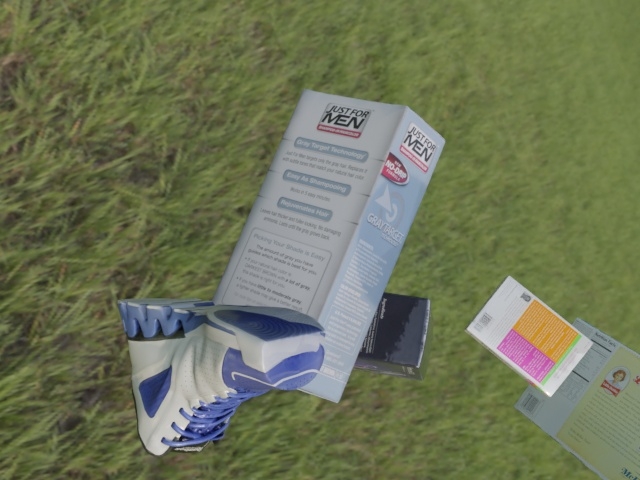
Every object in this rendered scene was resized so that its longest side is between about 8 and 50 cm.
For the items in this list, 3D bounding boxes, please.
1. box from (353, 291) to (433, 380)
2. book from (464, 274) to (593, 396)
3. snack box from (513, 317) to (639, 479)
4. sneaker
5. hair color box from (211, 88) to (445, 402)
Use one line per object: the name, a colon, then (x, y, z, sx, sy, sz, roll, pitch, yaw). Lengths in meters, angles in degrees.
box: (0.068, 0.143, 1.395, 0.153, 0.207, 0.108, 59, 40, -70)
book: (0.281, 0.130, 1.209, 0.144, 0.096, 0.035, 40, -10, 3)
snack box: (0.457, 0.265, 1.361, 0.060, 0.187, 0.322, 34, 3, -31)
sneaker: (-0.122, 0.166, 1.030, 0.127, 0.315, 0.182, -2, 94, -43)
hair color box: (0.000, 0.000, 1.174, 0.113, 0.185, 0.374, 30, 80, -50)
